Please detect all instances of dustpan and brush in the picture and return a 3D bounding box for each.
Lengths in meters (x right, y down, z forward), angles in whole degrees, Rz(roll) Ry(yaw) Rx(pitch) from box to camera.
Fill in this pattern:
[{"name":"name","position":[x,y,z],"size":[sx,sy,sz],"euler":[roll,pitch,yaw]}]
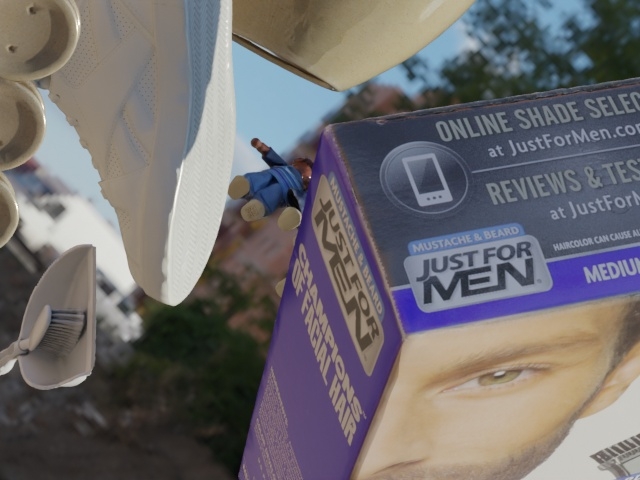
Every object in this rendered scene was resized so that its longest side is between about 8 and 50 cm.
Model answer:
[{"name":"dustpan and brush","position":[-0.293,0.104,1.638],"size":[0.211,0.060,0.147],"euler":[135,-42,-54]}]

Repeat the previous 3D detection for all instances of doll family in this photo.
[{"name":"doll family","position":[0.000,0.000,1.270],"size":[0.111,0.076,0.193],"euler":[-30,99,-55]}]

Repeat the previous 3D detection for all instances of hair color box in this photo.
[{"name":"hair color box","position":[0.076,0.070,0.746],"size":[0.339,0.185,0.110],"euler":[103,-28,-55]}]

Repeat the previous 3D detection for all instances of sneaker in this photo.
[{"name":"sneaker","position":[-0.154,-0.101,1.111],"size":[0.169,0.108,0.292],"euler":[12,-61,16]}]

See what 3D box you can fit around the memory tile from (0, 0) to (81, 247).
[{"name":"memory tile","position":[-0.136,-0.065,0.504],"size":[0.113,0.148,0.012],"euler":[15,31,-19]}]

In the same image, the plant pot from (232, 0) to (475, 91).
[{"name":"plant pot","position":[0.003,-0.242,1.365],"size":[0.284,0.191,0.284],"euler":[28,2,-1]}]
